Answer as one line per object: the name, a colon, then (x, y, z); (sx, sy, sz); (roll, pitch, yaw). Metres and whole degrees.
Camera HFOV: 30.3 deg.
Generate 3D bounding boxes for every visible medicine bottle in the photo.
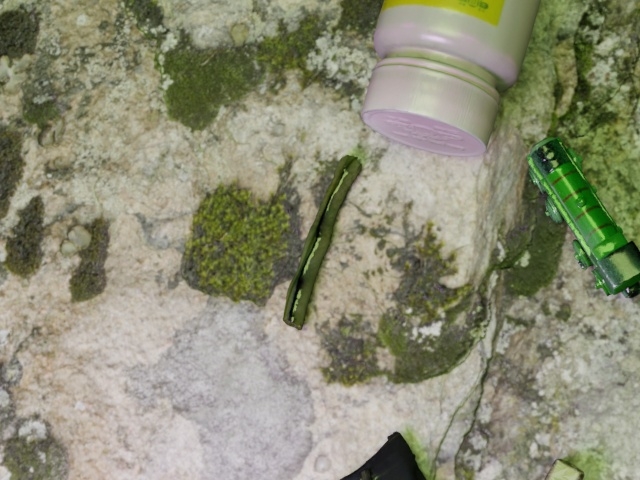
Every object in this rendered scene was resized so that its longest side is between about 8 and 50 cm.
medicine bottle: (0.196, -0.325, 1.660); (0.214, 0.213, 0.378); (14, 81, 16)

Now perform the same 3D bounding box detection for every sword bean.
sword bean: (0.000, -0.001, 1.726); (0.043, 0.038, 0.269); (17, 81, 22)

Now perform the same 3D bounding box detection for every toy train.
toy train: (0.361, -0.034, 1.606); (0.085, 0.119, 0.251); (-32, 74, 6)

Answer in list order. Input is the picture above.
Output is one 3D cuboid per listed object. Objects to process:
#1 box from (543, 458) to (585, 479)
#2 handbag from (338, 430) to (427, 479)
box: (0.310, 0.339, 1.562); (0.045, 0.062, 0.098); (27, 84, 16)
handbag: (0.067, 0.407, 1.581); (0.254, 0.088, 0.211); (-33, 74, -12)
